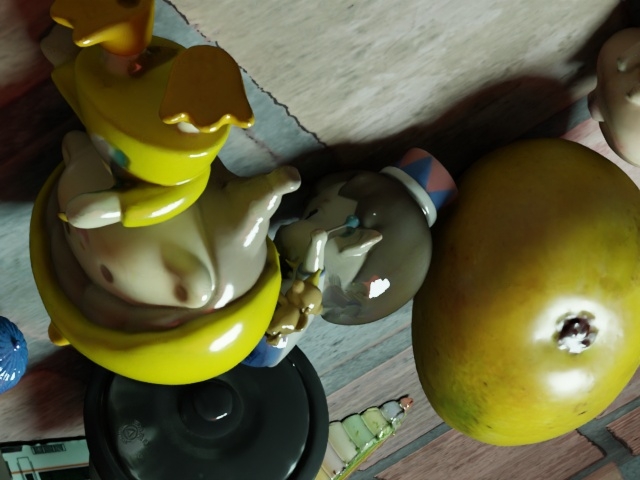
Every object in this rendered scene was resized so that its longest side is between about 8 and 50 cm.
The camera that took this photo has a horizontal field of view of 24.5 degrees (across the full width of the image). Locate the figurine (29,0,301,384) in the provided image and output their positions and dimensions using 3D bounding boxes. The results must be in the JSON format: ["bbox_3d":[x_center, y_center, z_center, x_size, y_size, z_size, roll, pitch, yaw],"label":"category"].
[{"bbox_3d":[-0.118,-0.031,1.057,0.187,0.215,0.343,-23,154,-20],"label":"figurine"}]

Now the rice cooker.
[{"bbox_3d":[-0.121,0.200,1.490,0.280,0.241,0.227,-58,175,-27],"label":"rice cooker"}]

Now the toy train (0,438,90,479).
[{"bbox_3d":[-0.220,0.281,1.726,0.407,0.088,0.086,2,142,-50],"label":"toy train"}]

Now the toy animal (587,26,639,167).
[{"bbox_3d":[0.344,-0.158,1.357,0.149,0.165,0.248,10,155,-13],"label":"toy animal"}]

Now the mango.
[{"bbox_3d":[0.204,0.062,1.520,0.232,0.300,0.445,5,168,-7],"label":"mango"}]

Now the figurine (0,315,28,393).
[{"bbox_3d":[-0.322,0.123,1.320,0.149,0.087,0.086,-50,-174,41],"label":"figurine"}]

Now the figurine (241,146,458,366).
[{"bbox_3d":[0.005,0.008,1.354,0.275,0.158,0.161,-21,167,-32],"label":"figurine"}]

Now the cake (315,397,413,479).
[{"bbox_3d":[0.028,0.284,2.059,0.225,0.090,0.109,-36,161,-33],"label":"cake"}]
